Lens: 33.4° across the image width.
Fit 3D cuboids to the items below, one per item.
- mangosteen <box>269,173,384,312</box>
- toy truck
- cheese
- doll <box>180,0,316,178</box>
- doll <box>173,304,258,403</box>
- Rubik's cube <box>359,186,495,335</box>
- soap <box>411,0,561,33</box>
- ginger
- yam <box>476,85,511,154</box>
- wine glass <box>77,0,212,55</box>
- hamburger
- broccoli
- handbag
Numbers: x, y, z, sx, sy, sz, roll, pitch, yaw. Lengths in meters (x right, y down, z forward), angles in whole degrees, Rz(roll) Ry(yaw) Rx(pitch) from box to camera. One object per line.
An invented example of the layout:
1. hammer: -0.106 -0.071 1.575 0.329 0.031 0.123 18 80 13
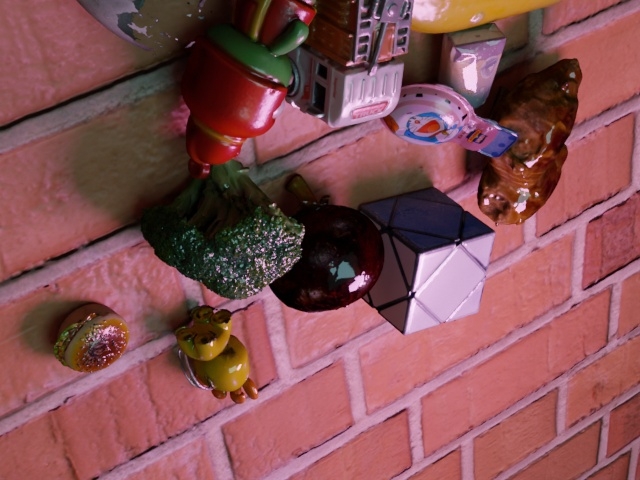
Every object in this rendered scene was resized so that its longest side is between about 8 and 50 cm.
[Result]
1. mangosteen: 0.000 0.000 1.983 0.235 0.235 0.261 -20 96 -27
2. toy truck: 0.053 -0.375 1.744 0.173 0.207 0.388 -17 130 -29
3. cheese: 0.235 -0.226 2.022 0.286 0.074 0.189 19 150 -15
4. doll: -0.134 -0.256 1.700 0.160 0.182 0.363 -1 123 -46
5. doll: -0.195 0.232 2.037 0.135 0.143 0.221 -59 149 -43
6. Rubik's cube: 0.202 0.039 2.158 0.205 0.205 0.207 -13 125 -32
7. soap: 0.284 -0.521 1.896 0.427 0.115 0.306 -14 132 -31
8. ginger: 0.444 -0.209 2.184 0.274 0.152 0.357 -36 146 -35
9. yam: 0.358 -0.248 2.205 0.032 0.032 0.145 2 116 -39
10. wine glass: -0.305 -0.413 1.458 0.190 0.190 0.357 -52 132 4
11. hamburger: -0.400 0.174 1.863 0.126 0.081 0.141 -51 138 3
12. broccoli: -0.161 -0.018 1.815 0.261 0.242 0.269 12 155 -37
13. handbag: 0.283 -0.323 2.029 0.117 0.095 0.173 -11 140 -14
